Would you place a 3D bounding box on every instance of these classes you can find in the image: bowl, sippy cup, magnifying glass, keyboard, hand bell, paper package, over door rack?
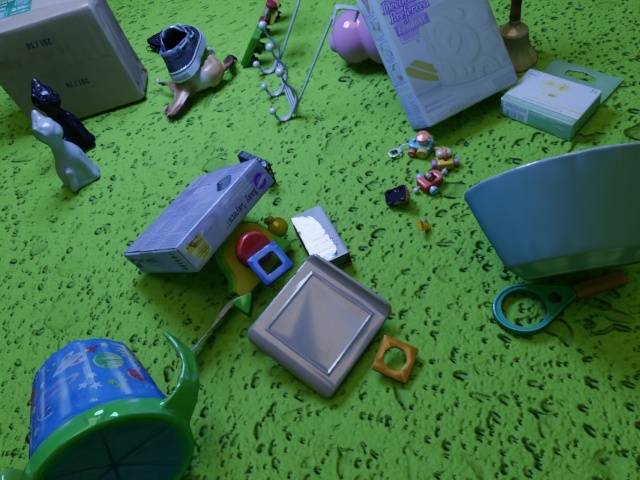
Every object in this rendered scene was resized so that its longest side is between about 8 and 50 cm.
[{"bbox_3d":[0.405,-0.029,0.867,0.312,0.311,0.163,-10,81,5],"label":"bowl"},{"bbox_3d":[-0.344,0.279,0.841,0.306,0.240,0.224,-13,37,-28],"label":"sippy cup"},{"bbox_3d":[0.407,0.096,0.915,0.231,0.026,0.092,-17,52,-1],"label":"magnifying glass"},{"bbox_3d":[-0.460,-0.600,1.634,0.192,0.038,0.100,31,66,31],"label":"keyboard"},{"bbox_3d":[0.448,-0.521,1.232,0.126,0.242,0.126,-6,53,8],"label":"hand bell"},{"bbox_3d":[-0.681,-0.493,1.432,0.325,0.309,0.168,-17,52,2],"label":"paper package"},{"bbox_3d":[-0.064,-0.488,1.304,0.108,0.324,0.239,12,43,-34],"label":"over door rack"}]

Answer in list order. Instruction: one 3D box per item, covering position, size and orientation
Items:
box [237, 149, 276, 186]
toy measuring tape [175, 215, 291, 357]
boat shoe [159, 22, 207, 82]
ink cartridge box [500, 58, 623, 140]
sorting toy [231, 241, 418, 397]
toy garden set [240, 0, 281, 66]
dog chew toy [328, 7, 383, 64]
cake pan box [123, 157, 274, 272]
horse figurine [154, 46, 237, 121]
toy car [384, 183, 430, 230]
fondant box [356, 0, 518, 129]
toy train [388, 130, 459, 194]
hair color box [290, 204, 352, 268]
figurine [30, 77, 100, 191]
[{"bbox_3d":[-0.143,-0.162,1.210,0.083,0.067,0.018,26,64,28],"label":"box"},{"bbox_3d":[-0.182,0.064,1.014,0.121,0.121,0.330,27,64,29],"label":"toy measuring tape"},{"bbox_3d":[-0.386,-0.541,1.470,0.108,0.102,0.301,-19,41,11],"label":"boat shoe"},{"bbox_3d":[0.538,-0.336,1.193,0.171,0.056,0.235,33,69,32],"label":"ink cartridge box"},{"bbox_3d":[0.001,0.147,0.943,0.348,0.047,0.196,34,73,15],"label":"sorting toy"},{"bbox_3d":[-0.138,-0.624,1.498,0.049,0.204,0.244,24,55,-14],"label":"toy garden set"},{"bbox_3d":[0.183,-0.534,1.342,0.332,0.206,0.206,-10,52,16],"label":"dog chew toy"},{"bbox_3d":[-0.248,-0.044,1.070,0.267,0.070,0.245,-6,39,49],"label":"cake pan box"},{"bbox_3d":[-0.337,-0.445,1.472,0.263,0.066,0.174,-32,46,-8],"label":"horse figurine"},{"bbox_3d":[0.177,-0.059,1.091,0.041,0.060,0.122,1,59,-43],"label":"toy car"},{"bbox_3d":[0.254,-0.443,1.177,0.238,0.330,0.096,-29,12,-8],"label":"fondant box"},{"bbox_3d":[0.221,-0.175,1.149,0.125,0.046,0.166,-28,53,-9],"label":"toy train"},{"bbox_3d":[0.000,0.000,1.070,0.072,0.043,0.141,-24,51,-5],"label":"hair color box"},{"bbox_3d":[-0.634,-0.257,1.306,0.092,0.209,0.214,-22,52,-4],"label":"figurine"}]
